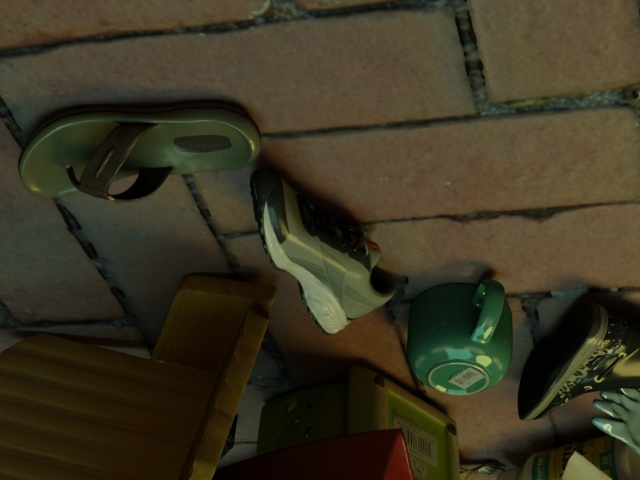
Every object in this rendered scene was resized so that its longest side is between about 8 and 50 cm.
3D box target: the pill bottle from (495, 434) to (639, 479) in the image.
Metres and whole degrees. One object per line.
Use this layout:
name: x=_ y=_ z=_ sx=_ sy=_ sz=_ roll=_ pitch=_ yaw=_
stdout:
pill bottle: x=0.354 y=0.340 z=1.968 sx=0.208 sy=0.117 sz=0.117 roll=-20 pitch=136 yaw=31

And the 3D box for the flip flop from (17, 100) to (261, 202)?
flip flop: x=-0.199 y=-0.083 z=1.519 sx=0.277 sy=0.080 sz=0.112 roll=-4 pitch=142 yaw=13

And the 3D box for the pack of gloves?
pack of gloves: x=0.425 y=0.304 z=1.849 sx=0.232 sy=0.195 sz=0.046 roll=31 pitch=164 yaw=-28

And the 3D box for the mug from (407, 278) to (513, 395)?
mug: x=0.167 y=0.121 z=1.721 sx=0.129 sy=0.097 sz=0.158 roll=-4 pitch=142 yaw=13

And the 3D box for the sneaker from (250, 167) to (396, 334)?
sneaker: x=0.000 y=0.000 z=1.603 sx=0.108 sy=0.100 sz=0.271 roll=-23 pitch=140 yaw=13

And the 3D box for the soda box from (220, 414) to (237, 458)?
soda box: x=-0.204 y=0.254 z=1.988 sx=0.169 sy=0.053 sz=0.060 roll=21 pitch=140 yaw=-19

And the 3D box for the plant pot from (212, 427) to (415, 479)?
plant pot: x=-0.023 y=0.397 z=1.677 sx=0.235 sy=0.267 sz=0.267 roll=1 pitch=129 yaw=20

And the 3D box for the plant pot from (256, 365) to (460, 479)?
plant pot: x=0.060 y=0.313 z=1.896 sx=0.228 sy=0.227 sz=0.207 roll=33 pitch=129 yaw=-29

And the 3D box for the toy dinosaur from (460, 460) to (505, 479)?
toy dinosaur: x=0.177 y=0.354 z=2.032 sx=0.183 sy=0.053 sz=0.092 roll=-20 pitch=161 yaw=-33

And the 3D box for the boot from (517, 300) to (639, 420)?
boot: x=0.362 y=0.171 z=1.770 sx=0.178 sy=0.085 sz=0.236 roll=13 pitch=142 yaw=-12

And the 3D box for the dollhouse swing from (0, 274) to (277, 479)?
dollhouse swing: x=-0.268 y=0.202 z=1.702 sx=0.305 sy=0.347 sz=0.315 roll=23 pitch=141 yaw=-3
